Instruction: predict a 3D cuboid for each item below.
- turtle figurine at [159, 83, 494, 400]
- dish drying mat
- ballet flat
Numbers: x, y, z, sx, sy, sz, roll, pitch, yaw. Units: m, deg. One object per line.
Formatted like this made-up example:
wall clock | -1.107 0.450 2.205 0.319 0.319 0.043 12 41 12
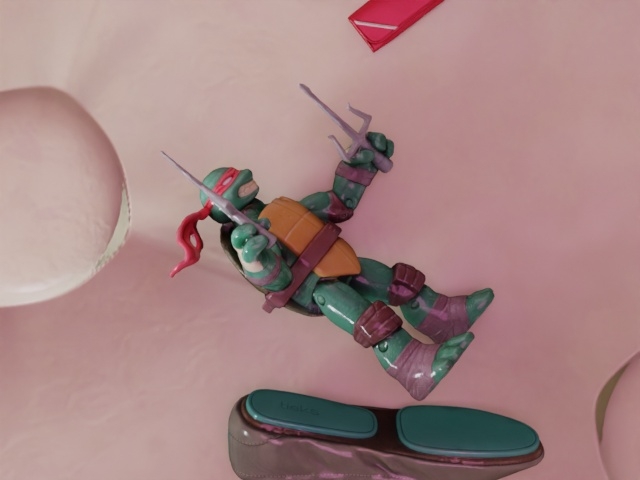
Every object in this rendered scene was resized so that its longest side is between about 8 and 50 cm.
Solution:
turtle figurine | 0.000 0.000 1.293 0.234 0.118 0.175 38 47 -2
dish drying mat | 0.061 -0.167 1.347 0.083 0.008 0.032 -38 89 -2
ballet flat | 0.042 0.146 1.321 0.213 0.072 0.068 7 116 -1
